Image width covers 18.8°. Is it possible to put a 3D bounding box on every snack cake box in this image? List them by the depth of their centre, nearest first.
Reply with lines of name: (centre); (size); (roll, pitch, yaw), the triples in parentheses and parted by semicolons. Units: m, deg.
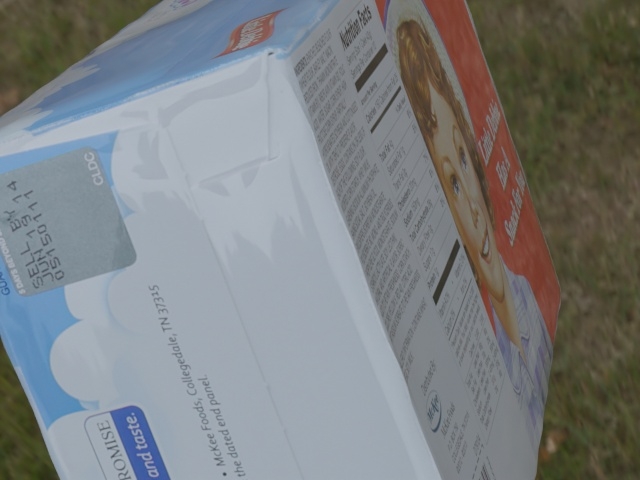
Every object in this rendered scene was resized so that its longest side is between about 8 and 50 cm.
snack cake box: (0.000, 0.000, 0.546); (0.089, 0.264, 0.152); (-18, 103, 15)
